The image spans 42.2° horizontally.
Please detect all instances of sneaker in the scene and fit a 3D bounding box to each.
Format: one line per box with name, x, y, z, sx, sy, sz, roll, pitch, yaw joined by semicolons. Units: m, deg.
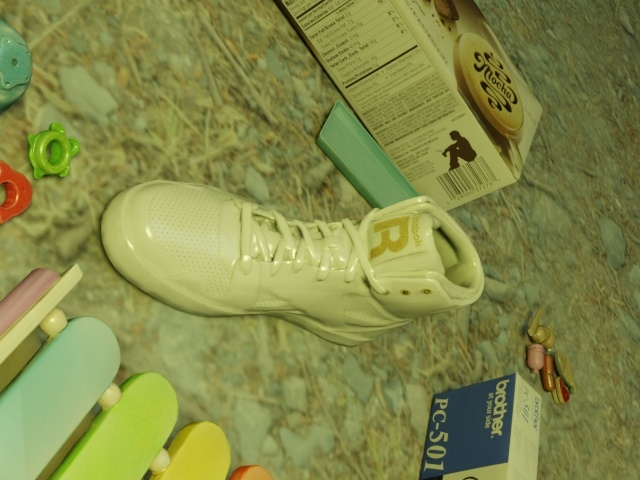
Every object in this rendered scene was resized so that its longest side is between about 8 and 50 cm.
sneaker;0.000;0.000;0.626;0.293;0.169;0.108;19;58;-42

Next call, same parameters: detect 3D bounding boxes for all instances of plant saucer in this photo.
plant saucer;0.064;-0.056;0.856;0.192;0.018;0.067;47;41;-23

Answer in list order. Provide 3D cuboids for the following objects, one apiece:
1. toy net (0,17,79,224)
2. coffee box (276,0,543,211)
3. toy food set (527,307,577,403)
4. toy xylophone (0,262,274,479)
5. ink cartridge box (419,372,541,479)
toy net;-0.240;-0.047;0.474;0.232;0.045;0.122;-47;135;-48
coffee box;0.104;-0.199;0.899;0.297;0.119;0.168;53;39;-16
toy food set;0.270;0.146;0.990;0.078;0.019;0.122;-43;112;-51
toy xylophone;-0.113;0.187;0.428;0.322;0.081;0.236;56;39;-31
ink cartridge box;0.134;0.221;0.719;0.046;0.097;0.207;44;43;-26
